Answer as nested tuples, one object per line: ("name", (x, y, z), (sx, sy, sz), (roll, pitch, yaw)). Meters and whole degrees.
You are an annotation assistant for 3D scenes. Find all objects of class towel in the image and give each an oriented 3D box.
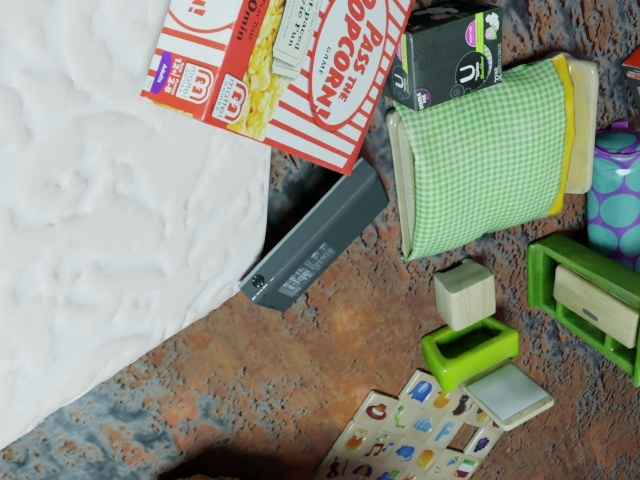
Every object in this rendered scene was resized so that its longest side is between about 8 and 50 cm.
("towel", (-0.143, -0.039, 0.337), (0.331, 0.053, 0.317), (-32, 139, -46))

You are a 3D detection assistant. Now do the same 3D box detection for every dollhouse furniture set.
("dollhouse furniture set", (0.192, 0.007, 0.584), (0.197, 0.151, 0.302), (-23, 124, -16))

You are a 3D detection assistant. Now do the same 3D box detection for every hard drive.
("hard drive", (0.000, 0.000, 0.527), (0.135, 0.022, 0.094), (-46, 164, 0))

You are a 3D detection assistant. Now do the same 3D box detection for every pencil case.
("pencil case", (0.309, -0.040, 0.678), (0.070, 0.064, 0.152), (-53, 139, -45))

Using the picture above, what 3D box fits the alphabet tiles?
("alphabet tiles", (0.109, 0.249, 0.760), (0.237, 0.009, 0.198), (27, 101, -36))

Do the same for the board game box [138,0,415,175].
("board game box", (-0.010, -0.126, 0.393), (0.193, 0.045, 0.147), (5, 106, -66))

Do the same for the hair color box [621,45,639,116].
("hair color box", (0.360, -0.132, 0.652), (0.043, 0.072, 0.141), (-45, 127, -1))

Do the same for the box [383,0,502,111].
("box", (0.093, -0.146, 0.511), (0.083, 0.052, 0.062), (-21, 124, -17))

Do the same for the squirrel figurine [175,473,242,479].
("squirrel figurine", (-0.084, 0.417, 0.517), (0.281, 0.370, 0.397), (26, 101, -36))
